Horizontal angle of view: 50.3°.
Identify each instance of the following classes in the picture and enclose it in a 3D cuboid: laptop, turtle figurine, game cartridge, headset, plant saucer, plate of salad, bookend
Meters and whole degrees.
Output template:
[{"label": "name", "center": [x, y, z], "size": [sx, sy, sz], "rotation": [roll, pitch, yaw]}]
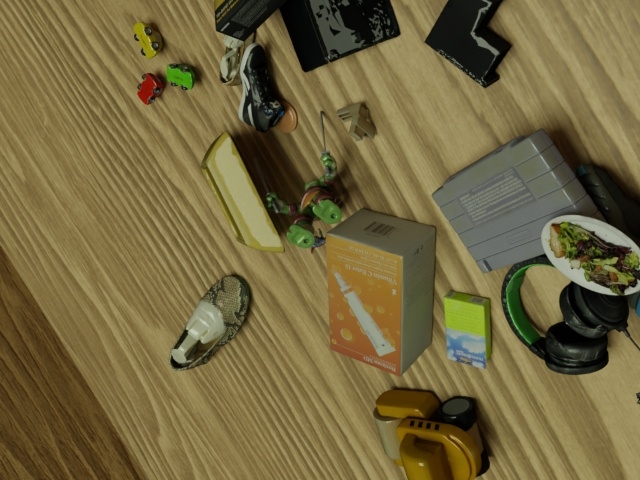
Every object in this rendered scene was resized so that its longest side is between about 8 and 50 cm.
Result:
[{"label": "laptop", "center": [0.024, -0.526, 1.527], "size": [0.264, 0.136, 0.234], "rotation": [-18, 104, 18]}, {"label": "turtle figurine", "center": [-0.049, -0.122, 1.632], "size": [0.198, 0.266, 0.274], "rotation": [-13, 120, 0]}, {"label": "game cartridge", "center": [0.387, -0.070, 1.390], "size": [0.230, 0.068, 0.355], "rotation": [60, 154, 1]}, {"label": "headset", "center": [0.531, 0.188, 1.395], "size": [0.394, 0.185, 0.243], "rotation": [35, 133, 35]}, {"label": "plant saucer", "center": [-0.094, -0.316, 1.744], "size": [0.083, 0.013, 0.083], "rotation": [19, 125, 30]}, {"label": "plate of salad", "center": [0.489, 0.035, 1.235], "size": [0.200, 0.048, 0.200], "rotation": [33, 153, 19]}, {"label": "bookend", "center": [0.310, -0.409, 1.314], "size": [0.156, 0.072, 0.157], "rotation": [41, 133, 13]}, {"label": "plant saucer", "center": [-0.224, -0.111, 1.799], "size": [0.332, 0.081, 0.333], "rotation": [65, 169, -9]}]

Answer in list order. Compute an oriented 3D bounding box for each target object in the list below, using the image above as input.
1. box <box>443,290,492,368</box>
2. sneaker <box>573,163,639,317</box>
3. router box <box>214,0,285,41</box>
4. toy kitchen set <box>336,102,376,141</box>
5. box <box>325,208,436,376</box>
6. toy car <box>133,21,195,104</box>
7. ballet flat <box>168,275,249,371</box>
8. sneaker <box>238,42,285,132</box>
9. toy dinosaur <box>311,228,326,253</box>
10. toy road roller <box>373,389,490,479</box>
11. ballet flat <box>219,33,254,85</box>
[{"label": "box", "center": [0.358, 0.216, 1.654], "size": [0.109, 0.042, 0.178], "rotation": [11, 121, 36]}, {"label": "sneaker", "center": [0.597, -0.003, 1.290], "size": [0.340, 0.140, 0.125], "rotation": [64, 165, 16]}, {"label": "router box", "center": [-0.120, -0.617, 1.462], "size": [0.309, 0.081, 0.242], "rotation": [-28, 60, 45]}, {"label": "toy kitchen set", "center": [0.080, -0.263, 1.596], "size": [0.075, 0.083, 0.068], "rotation": [-8, 150, 42]}, {"label": "box", "center": [0.149, 0.126, 1.686], "size": [0.215, 0.168, 0.345], "rotation": [16, 124, 32]}, {"label": "toy car", "center": [-0.424, -0.474, 1.899], "size": [0.225, 0.053, 0.239], "rotation": [25, 128, 27]}, {"label": "ballet flat", "center": [-0.382, 0.301, 2.217], "size": [0.164, 0.182, 0.483], "rotation": [47, 134, 9]}, {"label": "sneaker", "center": [-0.135, -0.373, 1.695], "size": [0.121, 0.079, 0.216], "rotation": [32, 134, 26]}, {"label": "toy dinosaur", "center": [0.000, 0.000, 1.845], "size": [0.082, 0.047, 0.090], "rotation": [6, 151, 27]}, {"label": "toy road roller", "center": [0.261, 0.542, 1.780], "size": [0.330, 0.241, 0.202], "rotation": [-3, 111, 41]}, {"label": "ballet flat", "center": [-0.215, -0.477, 1.713], "size": [0.073, 0.067, 0.206], "rotation": [32, 130, 22]}]
